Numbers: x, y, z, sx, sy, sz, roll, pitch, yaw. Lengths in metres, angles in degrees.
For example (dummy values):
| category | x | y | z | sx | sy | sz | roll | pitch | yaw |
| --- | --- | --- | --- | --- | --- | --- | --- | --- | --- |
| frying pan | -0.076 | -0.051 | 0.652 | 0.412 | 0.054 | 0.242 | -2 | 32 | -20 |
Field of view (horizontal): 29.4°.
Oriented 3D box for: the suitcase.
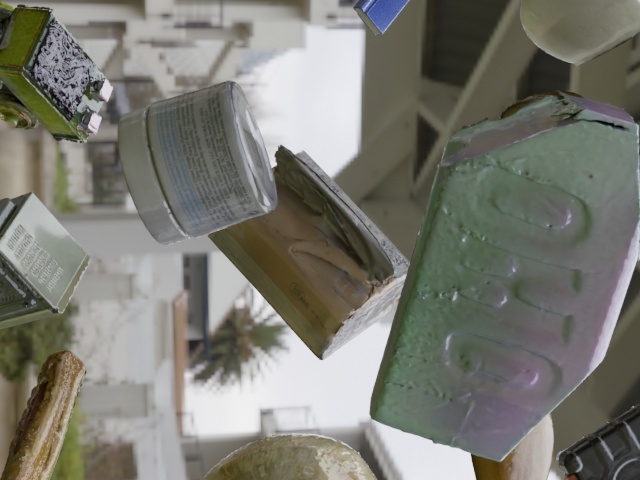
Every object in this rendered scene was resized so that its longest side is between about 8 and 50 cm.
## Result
| category | x | y | z | sx | sy | sz | roll | pitch | yaw |
| --- | --- | --- | --- | --- | --- | --- | --- | --- | --- |
| suitcase | 0.572 | 0.457 | 2.176 | 0.285 | 0.206 | 0.066 | 61 | -8 | 1 |

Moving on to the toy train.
| category | x | y | z | sx | sy | sz | roll | pitch | yaw |
| --- | --- | --- | --- | --- | --- | --- | --- | --- | --- |
| toy train | -0.445 | -0.263 | 1.879 | 0.261 | 0.177 | 0.134 | 56 | 47 | -58 |

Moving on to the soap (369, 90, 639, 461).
| category | x | y | z | sx | sy | sz | roll | pitch | yaw |
| --- | --- | --- | --- | --- | --- | --- | --- | --- | --- |
| soap | 0.242 | 0.038 | 1.507 | 0.156 | 0.261 | 0.446 | -46 | 153 | -73 |

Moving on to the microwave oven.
| category | x | y | z | sx | sy | sz | roll | pitch | yaw |
| --- | --- | --- | --- | --- | --- | --- | --- | --- | --- |
| microwave oven | -0.538 | 0.042 | 2.008 | 0.194 | 0.240 | 0.145 | 51 | 41 | -32 |

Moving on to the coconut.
| category | x | y | z | sx | sy | sz | roll | pitch | yaw |
| --- | --- | --- | --- | --- | --- | --- | --- | --- | --- |
| coconut | -0.051 | 0.517 | 2.073 | 0.404 | 0.404 | 0.405 | 179 | -90 | -79 |

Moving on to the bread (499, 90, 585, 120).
| category | x | y | z | sx | sy | sz | roll | pitch | yaw |
| --- | --- | --- | --- | --- | --- | --- | --- | --- | --- |
| bread | 0.341 | -0.105 | 1.776 | 0.236 | 0.070 | 0.236 | 34 | -48 | 49 |

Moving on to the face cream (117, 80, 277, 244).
| category | x | y | z | sx | sy | sz | roll | pitch | yaw |
| --- | --- | --- | --- | --- | --- | --- | --- | --- | --- |
| face cream | -0.149 | -0.097 | 1.522 | 0.177 | 0.153 | 0.177 | -16 | 90 | -83 |

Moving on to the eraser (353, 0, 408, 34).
| category | x | y | z | sx | sy | sz | roll | pitch | yaw |
| --- | --- | --- | --- | --- | --- | --- | --- | --- | --- |
| eraser | 0.100 | -0.389 | 2.003 | 0.085 | 0.063 | 0.027 | -52 | -151 | -17 |

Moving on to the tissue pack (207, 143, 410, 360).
| category | x | y | z | sx | sy | sz | roll | pitch | yaw |
| --- | --- | --- | --- | --- | --- | --- | --- | --- | --- |
| tissue pack | 0.000 | 0.000 | 2.060 | 0.305 | 0.238 | 0.238 | 47 | -25 | 14 |

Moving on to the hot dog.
| category | x | y | z | sx | sy | sz | roll | pitch | yaw |
| --- | --- | --- | --- | --- | --- | --- | --- | --- | --- |
| hot dog | -0.435 | 0.291 | 1.903 | 0.289 | 0.068 | 0.083 | -80 | 150 | -47 |

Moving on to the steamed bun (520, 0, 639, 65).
| category | x | y | z | sx | sy | sz | roll | pitch | yaw |
| --- | --- | --- | --- | --- | --- | --- | --- | --- | --- |
| steamed bun | 0.416 | -0.391 | 1.887 | 0.146 | 0.164 | 0.241 | -61 | -166 | -23 |

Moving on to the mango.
| category | x | y | z | sx | sy | sz | roll | pitch | yaw |
| --- | --- | --- | --- | --- | --- | --- | --- | --- | --- |
| mango | 0.274 | 0.306 | 1.750 | 0.099 | 0.136 | 0.227 | -9 | -106 | 53 |

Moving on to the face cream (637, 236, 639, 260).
| category | x | y | z | sx | sy | sz | roll | pitch | yaw |
| --- | --- | --- | --- | --- | --- | --- | --- | --- | --- |
| face cream | 0.582 | -0.015 | 2.277 | 0.101 | 0.251 | 0.101 | 55 | 3 | -5 |
